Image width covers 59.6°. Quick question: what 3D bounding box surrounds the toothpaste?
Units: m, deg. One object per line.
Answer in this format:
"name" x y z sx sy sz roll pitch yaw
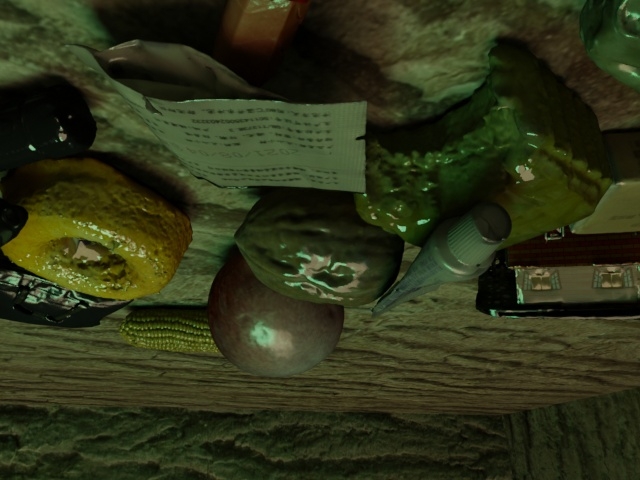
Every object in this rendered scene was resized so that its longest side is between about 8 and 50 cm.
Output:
"toothpaste" 0.136 0.034 0.646 0.099 0.068 0.282 7 156 -7

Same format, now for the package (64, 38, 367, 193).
"package" -0.081 -0.098 0.528 0.251 0.062 0.204 16 169 9

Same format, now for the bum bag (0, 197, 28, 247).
"bum bag" -0.467 0.010 0.653 0.341 0.144 0.095 -1 121 40

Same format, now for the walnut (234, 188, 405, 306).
"walnut" 0.000 0.002 0.747 0.231 0.178 0.178 4 155 -3

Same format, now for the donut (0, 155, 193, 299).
"donut" -0.302 -0.013 0.749 0.254 0.118 0.253 7 146 5

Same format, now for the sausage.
"sausage" -0.038 -0.192 0.436 0.065 0.065 0.169 7 153 -21

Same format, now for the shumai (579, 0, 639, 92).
"shumai" 0.331 -0.152 0.386 0.261 0.221 0.225 -7 158 19

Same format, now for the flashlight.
"flashlight" -0.348 -0.098 0.573 0.232 0.093 0.093 -12 154 13

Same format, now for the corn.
"corn" -0.277 0.194 1.200 0.293 0.106 0.106 2 155 -7

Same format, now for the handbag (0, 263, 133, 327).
"handbag" -0.485 0.102 0.992 0.254 0.088 0.211 20 149 -33

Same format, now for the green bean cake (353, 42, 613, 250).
"green bean cake" 0.177 -0.079 0.632 0.233 0.124 0.236 19 148 -39

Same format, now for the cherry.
"cherry" -0.081 0.121 0.936 0.239 0.206 0.239 7 163 2

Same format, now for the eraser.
"eraser" 0.509 -0.079 0.724 0.344 0.078 0.144 -3 156 -2

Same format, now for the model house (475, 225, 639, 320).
"model house" 0.396 0.015 0.887 0.294 0.153 0.207 -3 -160 19

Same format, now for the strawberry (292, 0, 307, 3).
"strawberry" 0.034 -0.214 0.289 0.237 0.111 0.190 -10 134 -2
